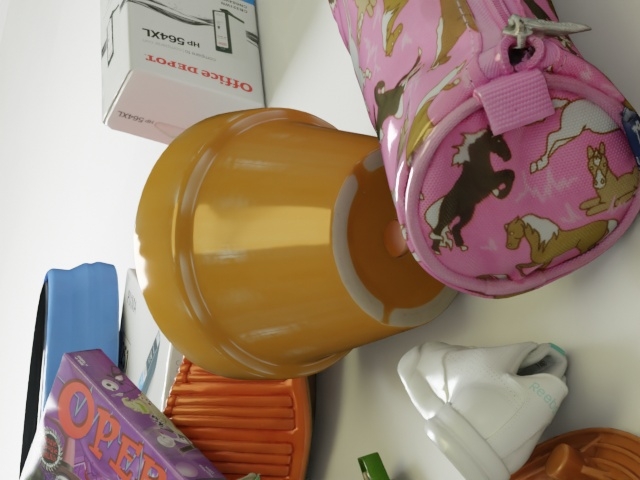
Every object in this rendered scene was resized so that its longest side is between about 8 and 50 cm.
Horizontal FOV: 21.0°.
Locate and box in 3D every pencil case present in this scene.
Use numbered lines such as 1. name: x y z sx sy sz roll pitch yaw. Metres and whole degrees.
1. pencil case: 0.089 -0.137 1.124 0.167 0.160 0.386 -45 32 21

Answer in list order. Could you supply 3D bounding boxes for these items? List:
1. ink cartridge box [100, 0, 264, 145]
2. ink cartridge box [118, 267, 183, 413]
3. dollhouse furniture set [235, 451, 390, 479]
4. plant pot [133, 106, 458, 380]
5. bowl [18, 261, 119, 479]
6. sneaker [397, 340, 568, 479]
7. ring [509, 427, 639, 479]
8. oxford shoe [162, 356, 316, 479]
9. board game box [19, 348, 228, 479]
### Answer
1. ink cartridge box: -0.143 -0.194 1.764 0.086 0.148 0.203 -56 30 39
2. ink cartridge box: -0.134 0.063 1.644 0.296 0.066 0.261 -145 63 -72
3. dollhouse furniture set: -0.019 0.204 1.224 0.058 0.151 0.076 -113 6 -61
4. plant pot: 0.000 0.000 1.245 0.188 0.205 0.205 -4 74 53
5. bowl: -0.278 0.216 1.865 0.391 0.077 0.391 -175 90 -78
6. sneaker: 0.109 0.093 1.073 0.094 0.080 0.212 -42 11 2
7. ring: 0.091 0.253 0.948 0.336 0.032 0.337 -50 22 28
8. oxford shoe: -0.047 0.101 1.433 0.132 0.130 0.364 -4 -82 -69
9. board game box: -0.126 0.268 1.373 0.347 0.056 0.208 40 115 36
